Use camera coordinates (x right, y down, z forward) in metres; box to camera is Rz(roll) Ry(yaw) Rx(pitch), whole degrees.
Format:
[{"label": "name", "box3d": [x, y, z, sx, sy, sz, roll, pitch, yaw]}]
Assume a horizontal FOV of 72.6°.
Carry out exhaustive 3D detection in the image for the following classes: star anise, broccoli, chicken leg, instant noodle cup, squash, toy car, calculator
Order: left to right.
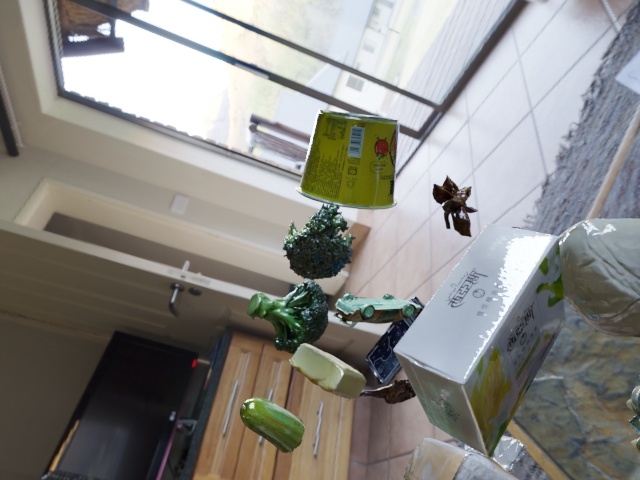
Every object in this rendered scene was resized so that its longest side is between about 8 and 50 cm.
[{"label": "squash", "box3d": [-0.130, 0.461, 1.115, 0.095, 0.188, 0.095, -29, 34, 21]}, {"label": "broccoli", "box3d": [-0.104, 0.269, 1.581, 0.297, 0.297, 0.298, -46, 33, 42]}, {"label": "broccoli", "box3d": [0.000, 0.000, 0.911, 0.160, 0.154, 0.167, -80, -25, -57]}, {"label": "instant noodle cup", "box3d": [0.096, -0.255, 1.329, 0.326, 0.325, 0.254, -104, 20, -71]}, {"label": "toy car", "box3d": [0.080, 0.095, 0.597, 0.059, 0.121, 0.035, 17, 101, 62]}, {"label": "chicken leg", "box3d": [0.227, 0.490, 1.413, 0.205, 0.093, 0.053, -28, 31, 19]}, {"label": "calculator", "box3d": [0.248, 0.313, 1.365, 0.274, 0.028, 0.166, -54, 20, 7]}, {"label": "star anise", "box3d": [0.455, -0.124, 1.484, 0.111, 0.196, 0.213, -11, 63, 37]}]

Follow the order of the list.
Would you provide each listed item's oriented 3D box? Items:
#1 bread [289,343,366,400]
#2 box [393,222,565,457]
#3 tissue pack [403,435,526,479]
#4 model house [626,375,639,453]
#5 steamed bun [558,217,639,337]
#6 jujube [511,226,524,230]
[{"label": "bread", "box3d": [0.020, 0.301, 0.992, 0.068, 0.125, 0.188, -59, -29, -10]}, {"label": "box", "box3d": [0.239, 0.134, 0.619, 0.260, 0.195, 0.111, -45, 38, -22]}, {"label": "tissue pack", "box3d": [0.368, 0.562, 1.043, 0.305, 0.238, 0.239, 104, -179, -71]}, {"label": "model house", "box3d": [1.039, 0.537, 1.358, 0.325, 0.193, 0.268, 96, 169, -76]}, {"label": "steamed bun", "box3d": [0.673, 0.080, 0.893, 0.247, 0.382, 0.237, 99, 165, -70]}, {"label": "jujube", "box3d": [0.399, 0.029, 0.883, 0.077, 0.077, 0.129, 121, 166, -48]}]
